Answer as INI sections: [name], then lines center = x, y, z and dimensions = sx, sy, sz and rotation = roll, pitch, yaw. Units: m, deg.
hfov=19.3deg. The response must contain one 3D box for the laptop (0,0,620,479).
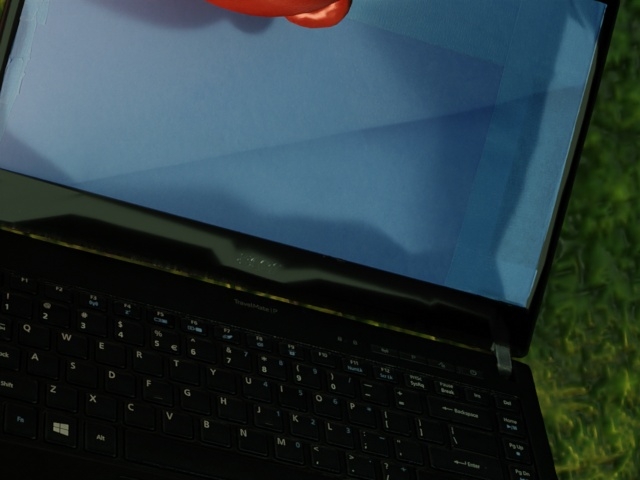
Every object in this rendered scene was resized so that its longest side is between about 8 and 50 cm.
[laptop]
center = 0.000, 0.000, 0.640
dimensions = 0.234, 0.264, 0.136
rotation = 15, 126, -17

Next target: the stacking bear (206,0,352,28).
[stacking bear]
center = 0.026, -0.179, 0.558
dimensions = 0.175, 0.289, 0.164
rotation = 35, 43, -7
